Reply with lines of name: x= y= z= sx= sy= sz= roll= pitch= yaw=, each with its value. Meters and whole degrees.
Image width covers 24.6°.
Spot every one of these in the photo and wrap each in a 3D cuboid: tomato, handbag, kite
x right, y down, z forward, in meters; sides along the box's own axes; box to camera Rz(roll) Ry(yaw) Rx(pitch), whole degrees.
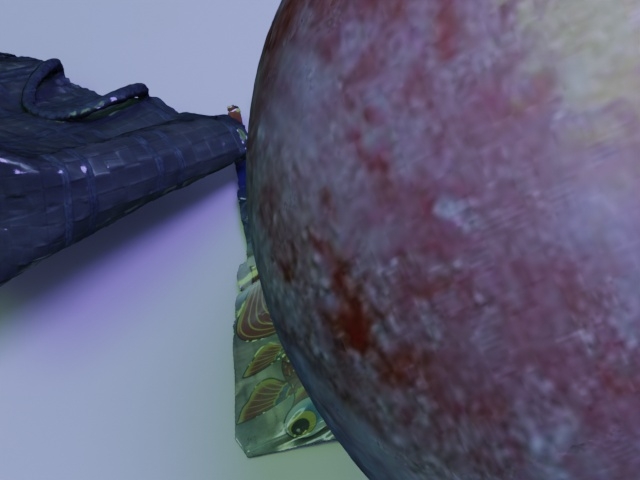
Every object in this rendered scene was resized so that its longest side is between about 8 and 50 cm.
tomato: x=0.127 y=-0.023 z=0.520 sx=0.283 sy=0.317 sz=0.316 roll=-25 pitch=49 yaw=31
handbag: x=-0.184 y=-0.059 z=0.825 sx=0.270 sy=0.088 sz=0.175 roll=19 pitch=33 yaw=38
kite: x=0.001 y=0.001 z=0.764 sx=0.127 sy=0.016 sz=0.229 roll=-19 pitch=55 yaw=11
